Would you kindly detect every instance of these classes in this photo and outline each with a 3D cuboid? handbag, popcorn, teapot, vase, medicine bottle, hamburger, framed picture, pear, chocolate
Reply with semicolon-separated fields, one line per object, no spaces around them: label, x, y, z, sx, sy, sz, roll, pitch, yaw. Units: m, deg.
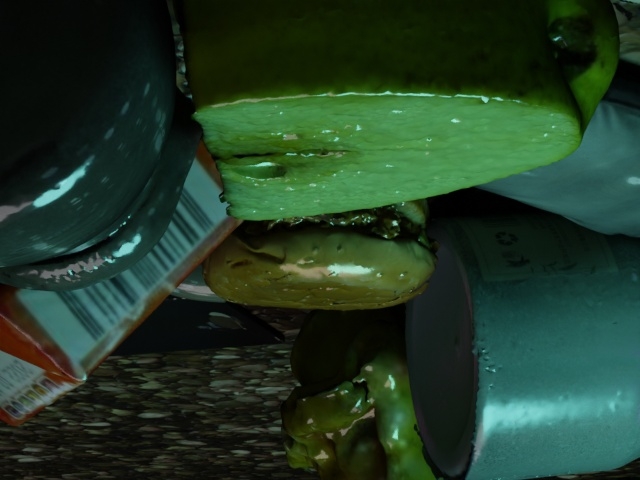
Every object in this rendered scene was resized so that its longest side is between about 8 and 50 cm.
handbag;0.244;-0.062;1.401;0.332;0.075;0.192;16;154;-36
popcorn;0.108;0.187;1.856;0.326;0.290;0.321;43;180;-20
teapot;-0.207;-0.051;1.041;0.305;0.223;0.285;-40;164;-3
vase;-0.138;0.030;1.741;0.101;0.053;0.053;7;163;-8
medicine bottle;0.243;0.092;1.610;0.290;0.245;0.245;-2;165;-12
hamburger;-0.001;0.000;1.552;0.214;0.108;0.214;1;169;0
framed picture;-0.230;0.101;2.060;0.324;0.013;0.244;-5;164;16
pear;0.040;-0.120;1.032;0.292;0.159;0.292;-1;167;0
chocolate;-0.182;0.026;1.400;0.108;0.237;0.235;45;151;-7
